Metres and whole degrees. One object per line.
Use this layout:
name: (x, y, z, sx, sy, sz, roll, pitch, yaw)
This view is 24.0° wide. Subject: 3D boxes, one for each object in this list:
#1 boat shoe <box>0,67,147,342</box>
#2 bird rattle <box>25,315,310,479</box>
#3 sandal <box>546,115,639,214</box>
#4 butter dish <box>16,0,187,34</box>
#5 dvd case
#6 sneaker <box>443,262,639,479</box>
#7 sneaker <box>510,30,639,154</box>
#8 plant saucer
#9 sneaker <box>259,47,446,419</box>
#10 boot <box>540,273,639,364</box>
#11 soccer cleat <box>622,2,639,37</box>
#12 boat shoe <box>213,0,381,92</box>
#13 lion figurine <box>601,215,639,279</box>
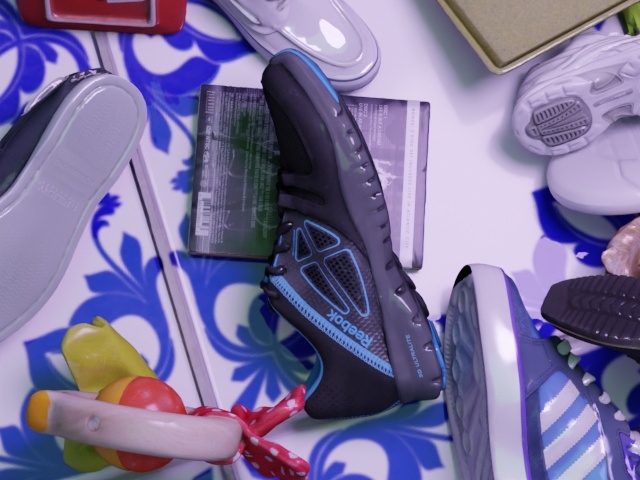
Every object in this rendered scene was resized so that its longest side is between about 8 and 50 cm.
boat shoe: (-0.271, -0.025, 1.368, 0.302, 0.091, 0.114, -51, 122, -12)
bird rattle: (-0.134, 0.165, 1.276, 0.254, 0.207, 0.143, 18, 93, 23)
sandal: (0.417, -0.107, 1.416, 0.416, 0.169, 0.102, -25, 124, -3)
butter dish: (-0.201, -0.279, 1.402, 0.160, 0.160, 0.118, 4, 56, -3)
dvd case: (-0.009, -0.060, 1.426, 0.221, 0.018, 0.164, 4, 79, -3)
sneaker: (0.250, 0.172, 1.357, 0.236, 0.130, 0.322, -5, 76, -14)
sneaker: (0.286, -0.165, 1.401, 0.232, 0.090, 0.115, -14, 37, 14)
plant saucer: (0.197, -0.253, 1.442, 0.188, 0.045, 0.188, -29, 63, -9)
sneaker: (0.000, 0.000, 1.339, 0.140, 0.125, 0.340, -19, 94, 5)
boot: (0.292, 0.108, 1.303, 0.198, 0.137, 0.077, 12, 48, 27)
soccer cleat: (0.321, -0.250, 1.468, 0.072, 0.060, 0.178, -14, 87, -16)
boat shoe: (-0.051, -0.237, 1.419, 0.258, 0.084, 0.095, 36, 77, 5)
lion figurine: (0.462, 0.037, 1.398, 0.392, 0.142, 0.240, -21, 73, -22)
